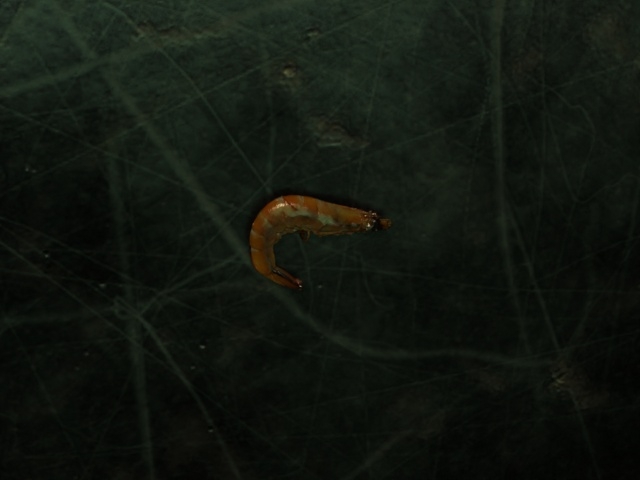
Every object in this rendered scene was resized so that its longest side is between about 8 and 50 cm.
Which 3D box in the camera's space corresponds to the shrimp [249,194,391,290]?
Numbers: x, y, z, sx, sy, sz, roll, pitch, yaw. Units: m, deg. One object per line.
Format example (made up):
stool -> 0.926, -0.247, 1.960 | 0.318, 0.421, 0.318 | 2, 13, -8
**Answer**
shrimp -> 0.000, 0.000, 1.734 | 0.127, 0.025, 0.091 | -3, 116, -10
